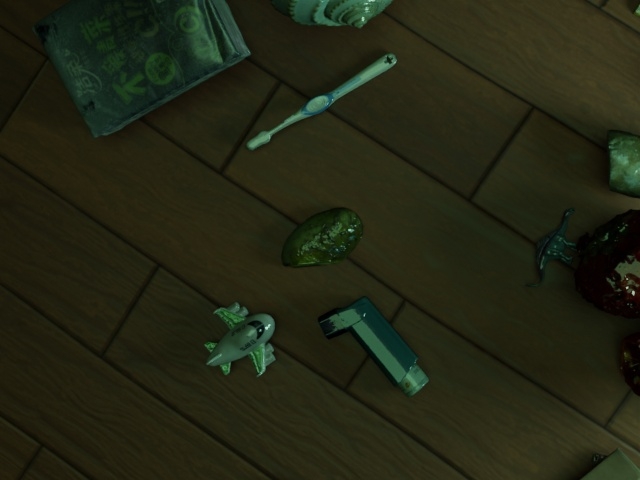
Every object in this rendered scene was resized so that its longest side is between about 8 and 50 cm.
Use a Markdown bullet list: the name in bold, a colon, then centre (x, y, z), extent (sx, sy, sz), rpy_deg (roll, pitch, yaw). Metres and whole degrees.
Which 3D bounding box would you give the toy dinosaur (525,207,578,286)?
- **toy dinosaur**: centre (0.501, 0.020, 1.836), extent (0.080, 0.045, 0.197), rpy_deg (29, 84, 17)

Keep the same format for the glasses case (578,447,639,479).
- **glasses case**: centre (0.574, 0.518, 1.808), extent (0.193, 0.070, 0.102), rpy_deg (-42, 56, 6)

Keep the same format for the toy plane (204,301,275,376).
- **toy plane**: centre (-0.176, 0.221, 1.894), extent (0.174, 0.080, 0.174), rpy_deg (0, 87, 5)

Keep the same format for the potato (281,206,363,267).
- **potato**: centre (0.000, 0.000, 1.894), extent (0.198, 0.054, 0.119), rpy_deg (-19, 89, 6)

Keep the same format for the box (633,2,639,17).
- **box**: centre (0.748, -0.476, 1.832), extent (0.149, 0.020, 0.073), rpy_deg (33, 92, 6)

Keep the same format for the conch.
- **conch**: centre (0.010, -0.575, 1.834), extent (0.303, 0.215, 0.319), rpy_deg (-17, 55, 1)

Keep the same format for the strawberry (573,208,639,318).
- **strawberry**: centre (0.648, 0.050, 1.717), extent (0.274, 0.274, 0.220), rpy_deg (-44, 98, 4)

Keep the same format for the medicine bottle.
- **medicine bottle**: centre (0.116, 0.230, 1.858), extent (0.124, 0.079, 0.258), rpy_deg (-43, 85, 0)

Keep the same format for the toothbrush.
- **toothbrush**: centre (0.001, -0.306, 1.909), extent (0.386, 0.040, 0.040), rpy_deg (-32, 85, 5)

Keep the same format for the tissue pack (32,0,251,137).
- **tissue pack**: centre (-0.388, -0.437, 1.871), extent (0.394, 0.124, 0.288), rpy_deg (-26, 93, 15)

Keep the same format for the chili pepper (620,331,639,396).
- **chili pepper**: centre (0.791, 0.232, 1.753), extent (0.338, 0.131, 0.134), rpy_deg (-6, 87, 1)

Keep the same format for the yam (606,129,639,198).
- **yam**: centre (0.735, -0.136, 1.777), extent (0.330, 0.133, 0.133), rpy_deg (12, 90, 2)
